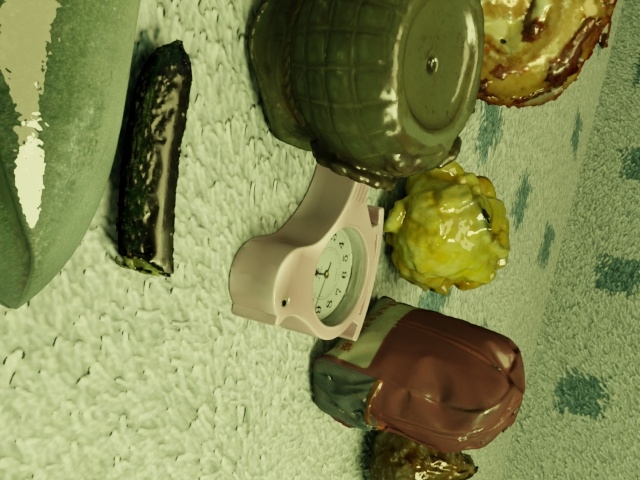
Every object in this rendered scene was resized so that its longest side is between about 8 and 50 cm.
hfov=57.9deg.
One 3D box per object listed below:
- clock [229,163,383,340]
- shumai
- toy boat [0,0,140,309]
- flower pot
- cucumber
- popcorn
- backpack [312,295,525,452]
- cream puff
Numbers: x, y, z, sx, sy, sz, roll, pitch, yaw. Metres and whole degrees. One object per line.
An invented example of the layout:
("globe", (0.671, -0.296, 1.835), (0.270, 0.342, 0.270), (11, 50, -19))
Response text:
("clock", (0.000, 0.000, 0.855), (0.275, 0.080, 0.290), (16, 86, -57))
("shumai", (0.186, 0.389, 1.236), (0.346, 0.217, 0.283), (11, 58, -70))
("toy boat", (-0.234, -0.094, 0.466), (0.141, 0.092, 0.320), (-5, 111, -57))
("flower pot", (0.072, -0.218, 0.752), (0.302, 0.213, 0.302), (-21, 119, -44))
("cucumber", (-0.171, -0.083, 0.588), (0.067, 0.067, 0.245), (-4, 101, -56))
("popcorn", (0.244, -0.021, 1.103), (0.286, 0.215, 0.252), (30, 81, -52))
("backpack", (0.181, 0.230, 0.986), (0.283, 0.317, 0.197), (-41, 134, -45))
("cream puff", (0.339, -0.398, 1.028), (0.229, 0.350, 0.350), (-49, 141, -65))
